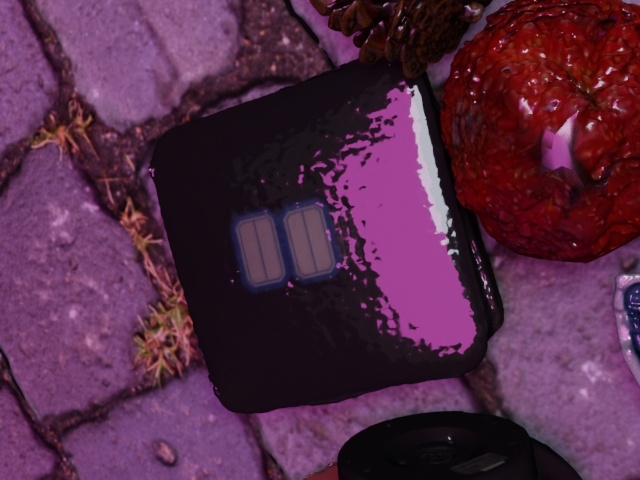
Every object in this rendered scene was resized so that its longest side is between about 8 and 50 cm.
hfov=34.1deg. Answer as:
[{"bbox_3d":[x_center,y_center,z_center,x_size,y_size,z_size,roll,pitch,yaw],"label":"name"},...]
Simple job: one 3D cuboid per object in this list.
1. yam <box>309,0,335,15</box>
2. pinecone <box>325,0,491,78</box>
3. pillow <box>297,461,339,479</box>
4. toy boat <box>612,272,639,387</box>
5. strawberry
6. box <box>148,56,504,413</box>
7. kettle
[{"bbox_3d":[-0.050,-0.421,1.138,0.083,0.083,0.371,-23,87,22],"label":"yam"},{"bbox_3d":[0.082,-0.272,1.031,0.208,0.208,0.207,3,98,21],"label":"pinecone"},{"bbox_3d":[-0.008,0.344,1.240,0.233,0.043,0.126,-31,88,20],"label":"pillow"},{"bbox_3d":[0.391,0.150,1.006,0.129,0.142,0.309,-42,80,19],"label":"toy boat"},{"bbox_3d":[0.232,-0.109,0.980,0.274,0.220,0.274,-2,86,23],"label":"strawberry"},{"bbox_3d":[0.000,0.000,1.168,0.350,0.091,0.359,-16,90,21],"label":"box"},{"bbox_3d":[0.150,0.337,1.119,0.207,0.251,0.271,5,106,49],"label":"kettle"}]
